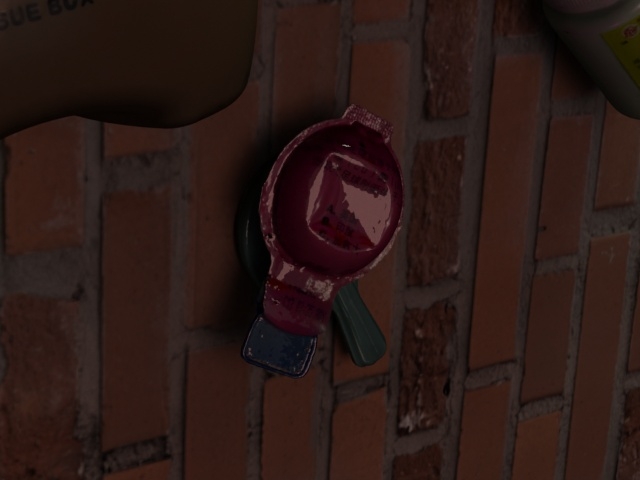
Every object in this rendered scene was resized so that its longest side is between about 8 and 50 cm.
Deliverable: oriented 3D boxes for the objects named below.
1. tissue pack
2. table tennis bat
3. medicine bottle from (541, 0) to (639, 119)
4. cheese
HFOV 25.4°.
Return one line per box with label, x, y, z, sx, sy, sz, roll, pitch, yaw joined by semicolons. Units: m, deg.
tissue pack;-0.243;-0.184;0.888;0.387;0.267;0.277;-21;116;-30
table tennis bat;0.006;0.019;1.311;0.149;0.038;0.237;-40;122;-23
medicine bottle;0.299;-0.230;1.388;0.225;0.139;0.139;43;77;-39
cheese;0.000;0.000;1.246;0.155;0.062;0.244;22;88;-34
